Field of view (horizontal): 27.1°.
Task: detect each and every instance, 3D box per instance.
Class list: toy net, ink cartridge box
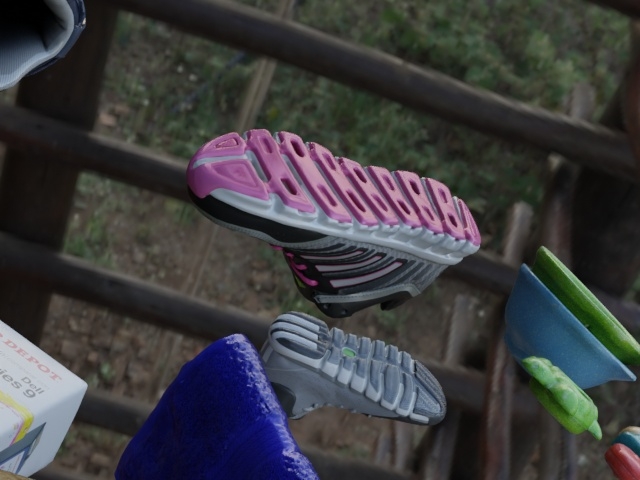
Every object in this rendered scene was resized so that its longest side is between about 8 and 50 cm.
[{"bbox_3d":[0.166,0.103,0.585,0.232,0.045,0.122,44,7,-15],"label":"toy net"},{"bbox_3d":[-0.303,0.130,1.005,0.154,0.093,0.212,35,21,13],"label":"ink cartridge box"}]

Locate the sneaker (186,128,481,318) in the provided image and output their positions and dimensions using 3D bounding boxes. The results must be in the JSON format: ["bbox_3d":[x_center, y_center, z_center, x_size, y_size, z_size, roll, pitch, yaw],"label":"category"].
[{"bbox_3d":[0.000,0.000,0.636,0.170,0.075,0.063,12,37,-42],"label":"sneaker"}]

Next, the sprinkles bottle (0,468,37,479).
[{"bbox_3d":[-0.058,0.223,0.721,0.355,0.121,0.121,21,41,-12],"label":"sprinkles bottle"}]

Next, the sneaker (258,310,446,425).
[{"bbox_3d":[0.024,0.175,1.553,0.229,0.132,0.086,28,39,-9],"label":"sneaker"}]

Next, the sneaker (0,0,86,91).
[{"bbox_3d":[-0.211,-0.155,0.625,0.226,0.086,0.163,23,28,-25],"label":"sneaker"}]

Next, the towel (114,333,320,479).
[{"bbox_3d":[-0.083,0.260,1.163,0.076,0.227,0.308,9,35,-37],"label":"towel"}]
